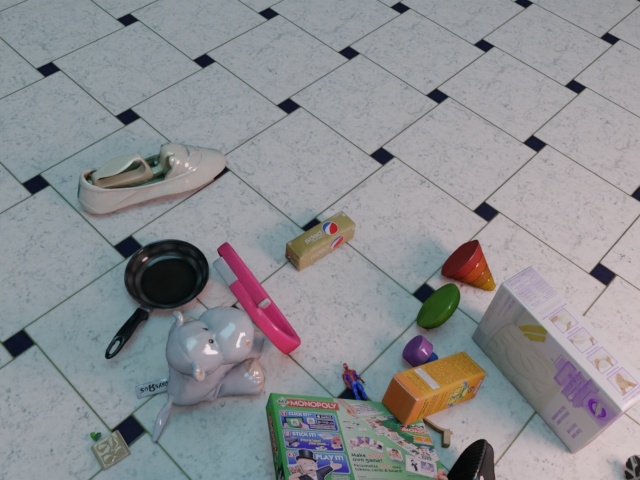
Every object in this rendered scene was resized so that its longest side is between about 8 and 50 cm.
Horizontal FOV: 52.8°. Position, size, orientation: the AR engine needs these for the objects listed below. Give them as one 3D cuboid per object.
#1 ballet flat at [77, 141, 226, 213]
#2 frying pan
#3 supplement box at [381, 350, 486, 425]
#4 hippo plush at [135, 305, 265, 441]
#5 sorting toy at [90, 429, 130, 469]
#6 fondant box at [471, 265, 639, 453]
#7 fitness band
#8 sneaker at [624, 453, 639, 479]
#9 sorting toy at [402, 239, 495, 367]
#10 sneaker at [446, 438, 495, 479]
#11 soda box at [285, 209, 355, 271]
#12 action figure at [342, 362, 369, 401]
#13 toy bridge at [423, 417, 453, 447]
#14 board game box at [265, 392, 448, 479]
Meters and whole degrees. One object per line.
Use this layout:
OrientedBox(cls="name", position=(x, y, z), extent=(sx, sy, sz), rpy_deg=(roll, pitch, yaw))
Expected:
OrientedBox(cls="ballet flat", position=(-0.431, -0.181, 1.667), extent=(0.400, 0.139, 0.139), rpy_deg=(-21, 58, -20))
OrientedBox(cls="frying pan", position=(-0.362, 0.136, 1.485), extent=(0.197, 0.053, 0.326), rpy_deg=(3, 55, -3))
OrientedBox(cls="supplement box", position=(0.240, 0.303, 1.338), extent=(0.233, 0.078, 0.080), rpy_deg=(-9, 38, -41))
OrientedBox(cls="hippo plush", position=(-0.251, 0.213, 1.321), extent=(0.294, 0.236, 0.234), rpy_deg=(-19, 58, -18))
OrientedBox(cls="sorting toy", position=(-0.428, 0.411, 1.297), extent=(0.062, 0.012, 0.083), rpy_deg=(-32, 65, -20))
OrientedBox(cls="fondant box", position=(0.488, 0.251, 1.356), extent=(0.096, 0.238, 0.330), rpy_deg=(-27, 60, -23))
OrientedBox(cls="fitness band", position=(-0.141, 0.124, 1.416), extent=(0.054, 0.209, 0.291), rpy_deg=(-38, 61, -3))
OrientedBox(cls="sneaker", position=(0.688, 0.509, 1.302), extent=(0.071, 0.068, 0.170), rpy_deg=(-18, 64, -35))
OrientedBox(cls="sorting toy", position=(0.321, 0.167, 1.511), extent=(0.126, 0.127, 0.365), rpy_deg=(41, 58, -12))
OrientedBox(cls="sneaker", position=(0.298, 0.544, 1.212), extent=(0.146, 0.122, 0.330), rpy_deg=(29, 53, -6))
OrientedBox(cls="soda box", position=(0.000, 0.000, 1.611), extent=(0.181, 0.061, 0.058), rpy_deg=(-32, 63, -25))
OrientedBox(cls="action figure", position=(0.077, 0.316, 1.404), extent=(0.038, 0.030, 0.115), rpy_deg=(-22, 56, -14))
OrientedBox(cls="toy bridge", position=(0.185, 0.391, 1.357), extent=(0.188, 0.026, 0.063), rpy_deg=(9, 52, 1))
OrientedBox(cls="board game box", position=(0.065, 0.388, 1.208), extent=(0.317, 0.046, 0.213), rpy_deg=(9, 28, -17))
